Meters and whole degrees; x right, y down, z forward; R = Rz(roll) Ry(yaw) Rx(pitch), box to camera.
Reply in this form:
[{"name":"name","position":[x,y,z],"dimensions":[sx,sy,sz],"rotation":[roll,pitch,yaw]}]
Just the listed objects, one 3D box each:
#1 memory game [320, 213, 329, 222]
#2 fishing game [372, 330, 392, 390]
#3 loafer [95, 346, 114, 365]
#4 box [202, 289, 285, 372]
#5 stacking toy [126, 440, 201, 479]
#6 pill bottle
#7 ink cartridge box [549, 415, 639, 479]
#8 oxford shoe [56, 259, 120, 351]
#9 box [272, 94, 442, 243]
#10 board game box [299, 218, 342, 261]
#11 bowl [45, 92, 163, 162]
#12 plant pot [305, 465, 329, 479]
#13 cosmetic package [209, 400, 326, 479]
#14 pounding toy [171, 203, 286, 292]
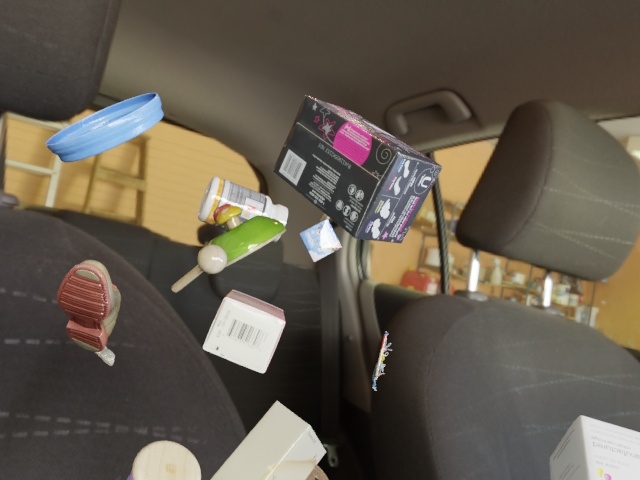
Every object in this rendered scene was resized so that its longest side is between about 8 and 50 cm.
[{"name":"memory game","position":[0.057,-0.132,1.878],"dimensions":[0.012,0.186,0.186],"rotation":[36,-7,-8]},{"name":"fishing game","position":[0.198,0.384,1.775],"dimensions":[0.041,0.189,0.264],"rotation":[13,-14,9]},{"name":"loafer","position":[-0.714,0.359,1.814],"dimensions":[0.125,0.039,0.045],"rotation":[37,43,27]},{"name":"box","position":[-0.173,0.205,1.310],"dimensions":[0.148,0.127,0.232],"rotation":[23,-3,-5]},{"name":"stacking toy","position":[-0.378,0.576,1.172],"dimensions":[0.141,0.330,0.141],"rotation":[27,25,-14]},{"name":"pill bottle","position":[-0.262,-0.098,1.901],"dimensions":[0.278,0.162,0.162],"rotation":[20,-6,-18]},{"name":"ink cartridge box","position":[0.441,0.416,0.735],"dimensions":[0.225,0.131,0.306],"rotation":[16,35,7]},{"name":"oxford shoe","position":[-0.556,0.138,1.370],"dimensions":[0.122,0.130,0.348],"rotation":[23,-42,-6]},{"name":"box","position":[0.060,-0.125,0.991],"dimensions":[0.142,0.164,0.247],"rotation":[5,28,-46]},{"name":"board game box","position":[0.000,0.000,1.553],"dimensions":[0.090,0.090,0.020],"rotation":[-28,3,-6]},{"name":"bowl","position":[-0.702,-0.373,1.845],"dimensions":[0.390,0.077,0.391],"rotation":[-18,27,9]},{"name":"plant pot","position":[-0.045,0.702,1.559],"dimensions":[0.237,0.109,0.237],"rotation":[43,13,-13]},{"name":"cosmetic package","position":[-0.139,0.536,1.240],"dimensions":[0.113,0.309,0.160],"rotation":[26,-27,36]},{"name":"pounding toy","position":[-0.189,-0.012,1.100],"dimensions":[0.182,0.110,0.236],"rotation":[-24,7,45]}]
